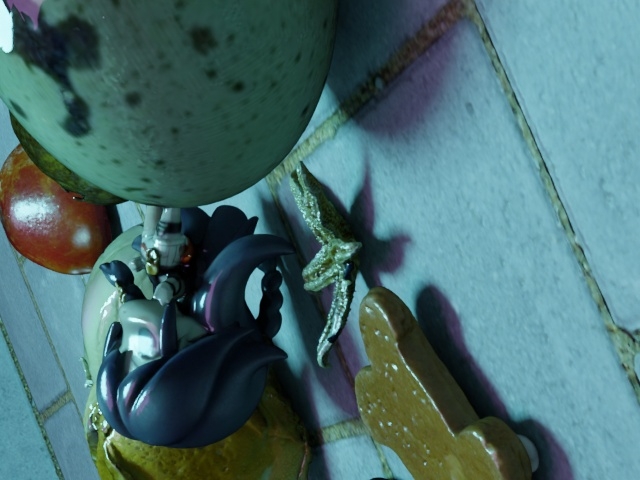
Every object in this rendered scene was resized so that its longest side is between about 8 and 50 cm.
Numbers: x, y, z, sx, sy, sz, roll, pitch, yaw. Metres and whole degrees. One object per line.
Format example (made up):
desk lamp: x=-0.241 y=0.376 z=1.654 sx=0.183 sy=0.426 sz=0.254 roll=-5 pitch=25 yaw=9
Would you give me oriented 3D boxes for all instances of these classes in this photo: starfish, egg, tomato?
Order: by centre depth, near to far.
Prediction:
egg: x=-0.127 y=-0.196 z=1.089 sx=0.287 sy=0.287 sz=0.379 roll=49 pitch=165 yaw=42
starfish: x=0.000 y=0.000 z=1.281 sx=0.208 sy=0.053 sz=0.176 roll=98 pitch=154 yaw=-54
tomato: x=-0.390 y=-0.052 z=2.071 sx=0.233 sy=0.139 sz=0.200 roll=31 pitch=131 yaw=59

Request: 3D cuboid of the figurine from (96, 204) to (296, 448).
figurine: x=-0.125 y=0.070 z=1.413 sx=0.175 sy=0.197 sz=0.265 roll=-113 pitch=46 yaw=-78

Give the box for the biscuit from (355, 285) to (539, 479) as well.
biscuit: x=0.124 y=0.195 z=1.161 sx=0.324 sy=0.049 sz=0.205 roll=54 pitch=156 yaw=35

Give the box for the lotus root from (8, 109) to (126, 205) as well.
lotus root: x=-0.239 y=-0.140 z=1.583 sx=0.196 sy=0.179 sz=0.397 roll=58 pitch=167 yaw=-17

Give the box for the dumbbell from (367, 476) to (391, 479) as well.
dumbbell: x=-0.038 y=0.369 z=1.334 sx=0.204 sy=0.322 sz=0.204 roll=51 pitch=153 yaw=39

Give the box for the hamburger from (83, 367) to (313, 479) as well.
hamburger: x=-0.137 y=0.214 z=1.591 sx=0.163 sy=0.244 sz=0.244 roll=-116 pitch=13 yaw=-68

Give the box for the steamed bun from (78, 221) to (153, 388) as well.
steamed bun: x=-0.215 y=0.103 z=1.709 sx=0.170 sy=0.153 sz=0.238 roll=-96 pitch=-2 yaw=-63
